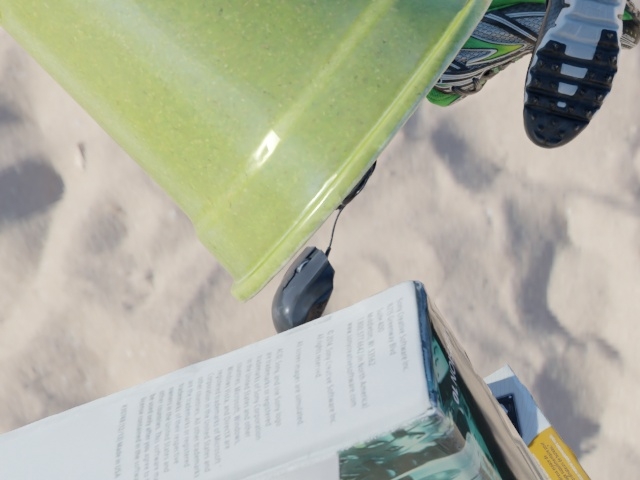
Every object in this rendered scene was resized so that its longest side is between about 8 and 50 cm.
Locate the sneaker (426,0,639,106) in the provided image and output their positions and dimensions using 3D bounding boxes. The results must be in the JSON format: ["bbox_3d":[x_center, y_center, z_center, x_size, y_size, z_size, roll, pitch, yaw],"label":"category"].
[{"bbox_3d":[0.179,-0.219,1.845,0.343,0.134,0.146,0,95,15],"label":"sneaker"}]

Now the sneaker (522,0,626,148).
[{"bbox_3d":[0.240,-0.197,1.577,0.078,0.106,0.234,14,94,1],"label":"sneaker"}]

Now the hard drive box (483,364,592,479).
[{"bbox_3d":[0.122,0.248,1.535,0.232,0.089,0.181,-32,39,-2],"label":"hard drive box"}]

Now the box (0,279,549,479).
[{"bbox_3d":[-0.004,0.165,0.584,0.232,0.322,0.058,-21,43,17],"label":"box"}]

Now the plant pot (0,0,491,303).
[{"bbox_3d":[-0.066,-0.143,1.139,0.254,0.276,0.276,38,67,-5],"label":"plant pot"}]

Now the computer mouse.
[{"bbox_3d":[0.000,0.000,1.923,0.071,0.041,0.242,25,94,60],"label":"computer mouse"}]
